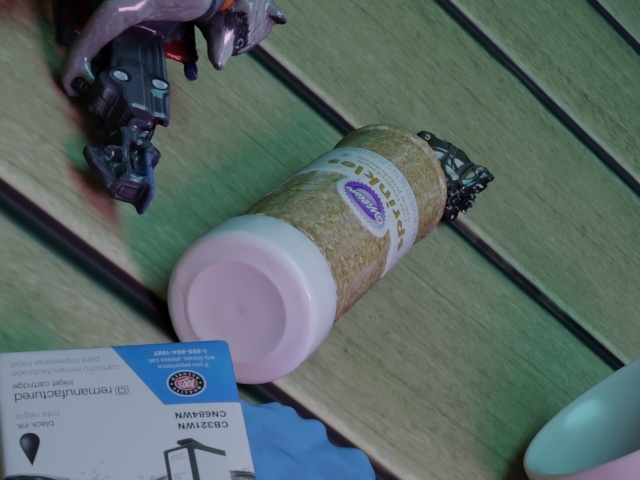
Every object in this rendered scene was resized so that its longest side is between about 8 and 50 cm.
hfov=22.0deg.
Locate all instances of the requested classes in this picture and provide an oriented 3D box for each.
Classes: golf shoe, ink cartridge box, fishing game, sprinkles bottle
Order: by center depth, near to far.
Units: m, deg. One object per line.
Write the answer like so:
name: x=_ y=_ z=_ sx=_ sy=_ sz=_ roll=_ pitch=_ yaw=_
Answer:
ink cartridge box: x=-0.112 y=0.167 z=0.956 sx=0.148 sy=0.086 sz=0.203 roll=-2 pitch=52 yaw=-17
fishing game: x=-0.011 y=0.186 z=1.123 sx=0.264 sy=0.041 sz=0.189 roll=25 pitch=27 yaw=-25
sprinkles bottle: x=0.000 y=0.000 z=1.352 sx=0.121 sy=0.121 sz=0.355 roll=53 pitch=27 yaw=-2
golf shoe: x=0.100 y=-0.061 z=1.645 sx=0.094 sy=0.077 sz=0.198 roll=47 pitch=19 yaw=9

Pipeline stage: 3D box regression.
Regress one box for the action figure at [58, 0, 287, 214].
action figure: x=-0.166 y=-0.203 z=1.274 sx=0.330 sy=0.178 sz=0.341 roll=16 pitch=42 yaw=-36

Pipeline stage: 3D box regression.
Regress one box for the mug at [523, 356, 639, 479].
mug: x=0.347 y=0.296 z=1.446 sx=0.374 sy=0.276 sz=0.328 roll=-34 pitch=96 yaw=-33
